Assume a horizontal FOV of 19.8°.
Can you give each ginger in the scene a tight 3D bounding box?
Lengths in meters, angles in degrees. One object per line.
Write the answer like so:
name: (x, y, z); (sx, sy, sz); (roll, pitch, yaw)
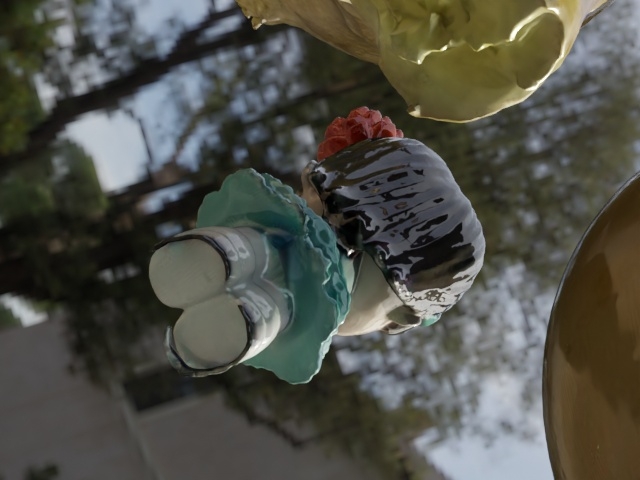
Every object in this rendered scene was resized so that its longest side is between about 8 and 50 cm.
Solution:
ginger: (0.090, -0.121, 0.633); (0.375, 0.236, 0.166); (-123, -158, -68)

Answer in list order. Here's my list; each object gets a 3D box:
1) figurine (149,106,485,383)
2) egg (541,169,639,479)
figurine: (0.000, 0.000, 1.028); (0.110, 0.245, 0.138); (-21, -91, 33)
egg: (0.274, 0.102, 0.991); (0.301, 0.301, 0.374); (96, -13, -50)
